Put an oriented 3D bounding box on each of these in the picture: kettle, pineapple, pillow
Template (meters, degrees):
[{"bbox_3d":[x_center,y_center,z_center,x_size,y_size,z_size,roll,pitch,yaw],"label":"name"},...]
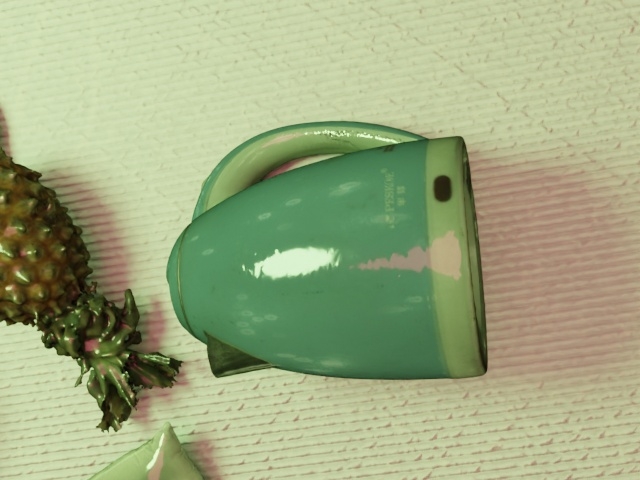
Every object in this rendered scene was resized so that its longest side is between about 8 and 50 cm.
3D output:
[{"bbox_3d":[0.000,0.000,0.884,0.342,0.247,0.319,-5,56,15],"label":"kettle"},{"bbox_3d":[-0.323,0.066,0.947,0.175,0.175,0.361,-34,100,5],"label":"pineapple"},{"bbox_3d":[-0.236,0.342,0.957,0.254,0.078,0.144,-37,94,5],"label":"pillow"}]
